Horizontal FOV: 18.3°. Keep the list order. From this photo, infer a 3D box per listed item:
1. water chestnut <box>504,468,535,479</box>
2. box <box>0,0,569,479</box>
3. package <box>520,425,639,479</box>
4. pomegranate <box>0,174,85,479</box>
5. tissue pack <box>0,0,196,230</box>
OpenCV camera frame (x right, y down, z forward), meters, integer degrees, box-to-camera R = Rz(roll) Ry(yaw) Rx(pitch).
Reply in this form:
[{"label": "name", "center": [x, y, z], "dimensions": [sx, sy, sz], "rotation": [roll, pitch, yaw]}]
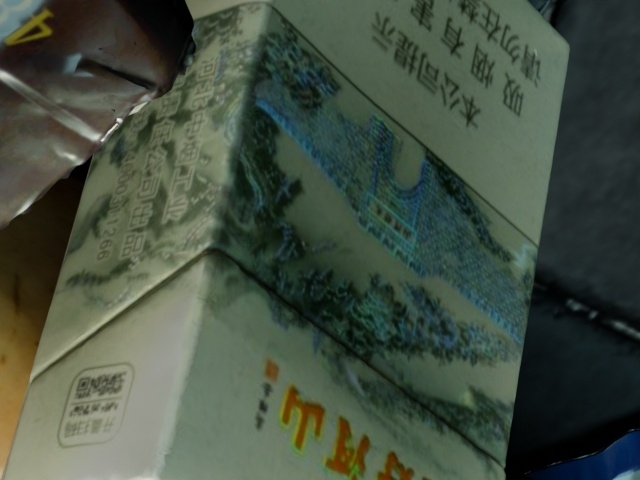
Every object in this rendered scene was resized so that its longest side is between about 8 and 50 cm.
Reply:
[{"label": "water chestnut", "center": [0.050, 0.260, 0.831], "dimensions": [0.335, 0.347, 0.335], "rotation": [-22, 119, -47]}, {"label": "box", "center": [0.000, 0.000, 0.666], "dimensions": [0.069, 0.257, 0.164], "rotation": [-12, 144, 37]}, {"label": "package", "center": [0.141, 0.161, 1.011], "dimensions": [0.171, 0.027, 0.173], "rotation": [-17, 130, -5]}, {"label": "pomegranate", "center": [-0.129, 0.059, 0.698], "dimensions": [0.191, 0.191, 0.191], "rotation": [-12, 131, -14]}, {"label": "tissue pack", "center": [-0.216, -0.140, 0.491], "dimensions": [0.198, 0.210, 0.370], "rotation": [-43, 131, 5]}]
